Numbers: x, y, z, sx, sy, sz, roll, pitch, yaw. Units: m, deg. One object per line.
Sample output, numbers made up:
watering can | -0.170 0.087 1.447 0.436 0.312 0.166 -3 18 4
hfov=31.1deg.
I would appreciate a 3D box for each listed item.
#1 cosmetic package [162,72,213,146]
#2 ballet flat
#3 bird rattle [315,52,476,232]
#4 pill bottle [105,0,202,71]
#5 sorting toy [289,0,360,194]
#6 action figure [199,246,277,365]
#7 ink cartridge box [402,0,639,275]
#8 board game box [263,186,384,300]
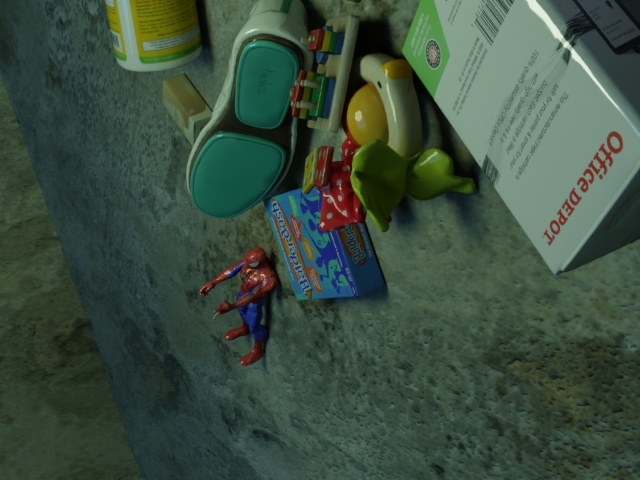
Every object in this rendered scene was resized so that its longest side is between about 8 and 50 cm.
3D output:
cosmetic package | -0.217 -0.214 1.891 0.115 0.041 0.060 52 151 33
ballet flat | -0.087 -0.182 1.568 0.139 0.139 0.400 59 150 22
bird rattle | 0.073 -0.111 1.330 0.253 0.143 0.207 -157 61 -75
pill bottle | -0.259 -0.389 1.726 0.136 0.136 0.246 37 140 50
sorting toy | -0.003 -0.189 1.350 0.132 0.046 0.275 -144 64 -76
action figure | -0.146 0.113 1.895 0.091 0.139 0.280 54 149 28
ink cartridge box | 0.204 -0.140 0.983 0.273 0.114 0.198 59 154 23
board game box | 0.000 0.000 1.600 0.210 0.047 0.160 -12 98 66
